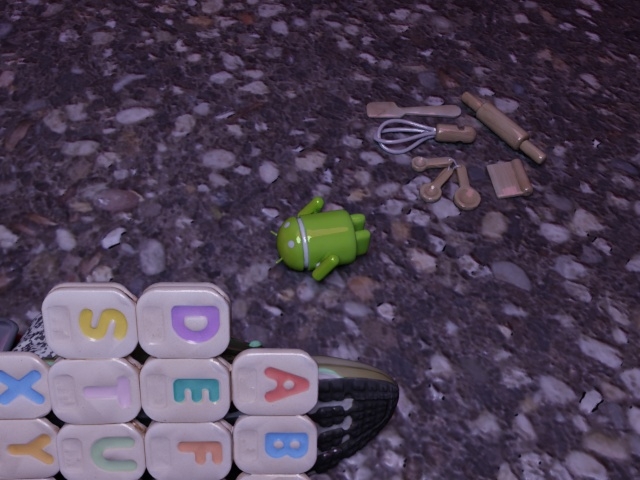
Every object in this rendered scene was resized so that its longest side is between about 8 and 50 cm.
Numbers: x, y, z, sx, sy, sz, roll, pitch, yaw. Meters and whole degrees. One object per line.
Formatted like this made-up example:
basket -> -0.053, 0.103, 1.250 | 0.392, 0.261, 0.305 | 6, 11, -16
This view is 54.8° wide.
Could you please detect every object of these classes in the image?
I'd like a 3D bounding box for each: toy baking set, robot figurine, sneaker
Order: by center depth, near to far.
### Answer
sneaker -> -0.127, 0.120, 0.608 | 0.409, 0.158, 0.182 | 3, 40, -7
robot figurine -> 0.000, 0.000, 0.736 | 0.115, 0.067, 0.101 | -8, 57, -9
toy baking set -> 0.188, -0.144, 0.874 | 0.196, 0.030, 0.256 | -25, 60, -20

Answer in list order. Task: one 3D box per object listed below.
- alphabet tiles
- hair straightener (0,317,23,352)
alphabet tiles -> -0.141, 0.169, 0.500 | 0.277, 0.284, 0.021 | 1, 17, -3
hair straightener -> -0.350, 0.172, 0.578 | 0.047, 0.089, 0.231 | 11, 55, 9
